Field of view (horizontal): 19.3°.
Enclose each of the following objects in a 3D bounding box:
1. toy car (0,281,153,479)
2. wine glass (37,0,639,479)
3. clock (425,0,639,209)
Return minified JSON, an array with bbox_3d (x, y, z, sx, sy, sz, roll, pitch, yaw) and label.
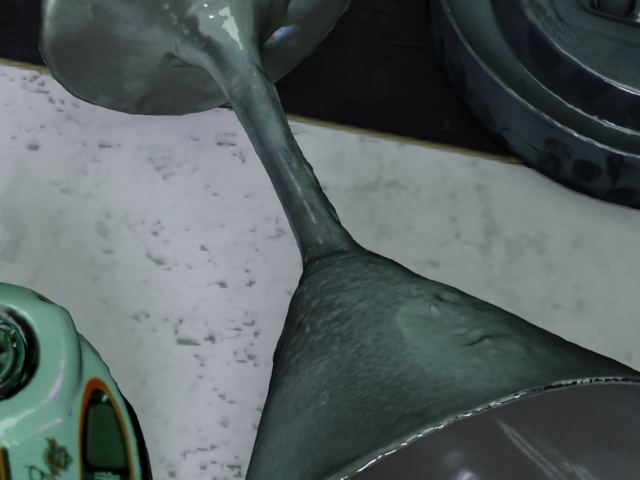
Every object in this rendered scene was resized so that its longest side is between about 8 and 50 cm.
[{"bbox_3d":[-0.145,0.165,0.946,0.125,0.136,0.306,1,56,-10],"label":"toy car"},{"bbox_3d":[0.000,0.000,1.012,0.267,0.267,0.406,-15,57,-17],"label":"wine glass"},{"bbox_3d":[0.226,-0.161,1.253,0.318,0.066,0.319,3,56,-5],"label":"clock"}]
